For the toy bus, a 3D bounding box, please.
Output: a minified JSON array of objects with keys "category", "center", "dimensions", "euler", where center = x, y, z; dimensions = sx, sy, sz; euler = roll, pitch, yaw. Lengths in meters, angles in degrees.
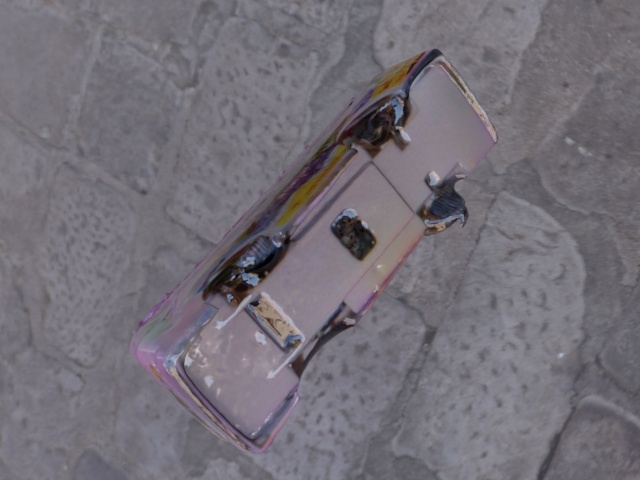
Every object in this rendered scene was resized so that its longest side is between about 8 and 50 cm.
[{"category":"toy bus","center":[0.000,0.000,0.491],"dimensions":[0.090,0.274,0.112],"euler":[51,152,-19]}]
